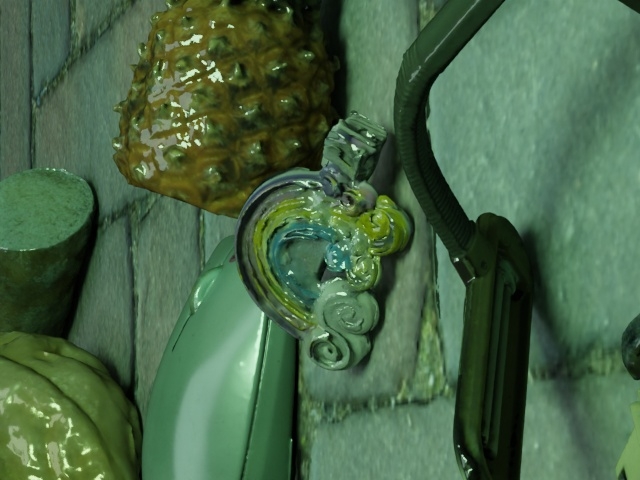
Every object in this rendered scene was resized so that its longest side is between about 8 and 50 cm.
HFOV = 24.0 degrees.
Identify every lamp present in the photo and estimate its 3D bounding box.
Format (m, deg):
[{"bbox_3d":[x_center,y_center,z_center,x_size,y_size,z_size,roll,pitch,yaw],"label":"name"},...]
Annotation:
[{"bbox_3d":[0.097,-0.025,0.665,0.203,0.124,0.283,-88,17,-45],"label":"lamp"}]

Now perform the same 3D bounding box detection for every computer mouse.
[{"bbox_3d":[-0.088,0.139,1.171,0.159,0.097,0.288,-171,83,-69],"label":"computer mouse"}]

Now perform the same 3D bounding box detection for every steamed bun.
[{"bbox_3d":[-0.312,0.275,1.526,0.325,0.230,0.372,166,103,-69],"label":"steamed bun"}]

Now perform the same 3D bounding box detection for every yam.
[{"bbox_3d":[-0.352,0.062,1.752,0.330,0.133,0.133,112,149,-43],"label":"yam"}]

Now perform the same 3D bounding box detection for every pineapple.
[{"bbox_3d":[-0.051,-0.158,1.054,0.158,0.157,0.279,27,105,65],"label":"pineapple"}]

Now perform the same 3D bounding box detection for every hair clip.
[{"bbox_3d":[0.000,0.000,0.991,0.116,0.049,0.172,31,118,19],"label":"hair clip"}]

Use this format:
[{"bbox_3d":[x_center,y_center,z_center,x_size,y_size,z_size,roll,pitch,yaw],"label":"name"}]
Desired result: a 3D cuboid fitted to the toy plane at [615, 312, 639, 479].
[{"bbox_3d":[0.158,0.093,0.614,0.229,0.092,0.244,-92,21,-51],"label":"toy plane"}]
